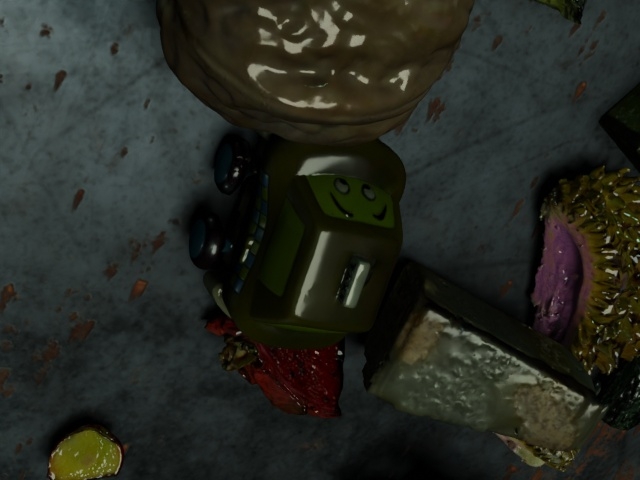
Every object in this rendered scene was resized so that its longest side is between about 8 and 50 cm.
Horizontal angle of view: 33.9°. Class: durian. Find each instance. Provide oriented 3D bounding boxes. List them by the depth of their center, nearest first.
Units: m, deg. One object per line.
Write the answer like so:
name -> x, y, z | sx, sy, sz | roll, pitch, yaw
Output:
durian -> 0.365, 0.055, 1.307 | 0.191, 0.112, 0.341 | -13, 124, -14
durian -> 0.292, 0.255, 1.427 | 0.224, 0.078, 0.140 | 21, 111, -34

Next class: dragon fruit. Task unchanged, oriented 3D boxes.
dragon fruit -> -0.041, 0.131, 1.191 | 0.122, 0.092, 0.192 | -40, 128, 5

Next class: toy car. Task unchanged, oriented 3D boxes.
toy car -> 0.000, 0.000, 1.047 | 0.204, 0.198, 0.247 | 11, 105, -28

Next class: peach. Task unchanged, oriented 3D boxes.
peach -> -0.267, 0.248, 1.195 | 0.077, 0.050, 0.083 | 40, 91, -14

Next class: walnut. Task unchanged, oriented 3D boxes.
walnut -> -0.002, -0.202, 0.902 | 0.273, 0.227, 0.273 | -9, 125, -13

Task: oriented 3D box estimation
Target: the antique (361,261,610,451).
antique -> 0.203, 0.151, 1.240 | 0.284, 0.125, 0.150 | 23, 114, -12

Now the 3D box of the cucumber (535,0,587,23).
cucumber -> 0.287, -0.366, 1.020 | 0.303, 0.081, 0.072 | -67, 165, 18

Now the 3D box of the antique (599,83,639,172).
antique -> 0.433, -0.092, 1.262 | 0.081, 0.080, 0.221 | -43, 129, 9

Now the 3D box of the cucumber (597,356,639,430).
cucumber -> 0.454, 0.146, 1.430 | 0.074, 0.074, 0.241 | 9, 117, -28
